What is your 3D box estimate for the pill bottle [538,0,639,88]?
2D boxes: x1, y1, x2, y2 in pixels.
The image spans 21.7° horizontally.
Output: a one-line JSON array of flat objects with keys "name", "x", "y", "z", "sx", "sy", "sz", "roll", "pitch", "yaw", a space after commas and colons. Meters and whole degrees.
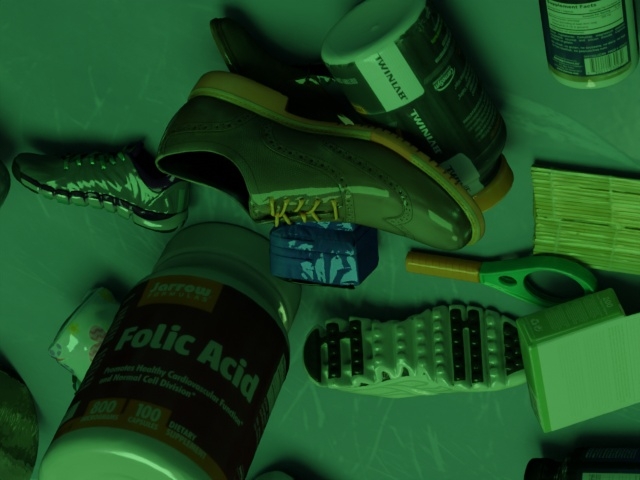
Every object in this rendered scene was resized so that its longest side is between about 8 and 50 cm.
[{"name": "pill bottle", "x": 0.262, "y": -0.242, "z": 1.645, "sx": 0.094, "sy": 0.094, "sz": 0.169, "roll": 2, "pitch": 132, "yaw": 20}]

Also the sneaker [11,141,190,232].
[{"name": "sneaker", "x": -0.260, "y": -0.089, "z": 2.024, "sx": 0.224, "sy": 0.083, "sz": 0.098, "roll": 17, "pitch": 115, "yaw": 0}]

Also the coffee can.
[{"name": "coffee can", "x": -0.575, "y": 0.285, "z": 2.392, "sx": 0.275, "sy": 0.201, "sz": 0.201, "roll": -5, "pitch": 129, "yaw": 25}]

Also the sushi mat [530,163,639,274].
[{"name": "sushi mat", "x": 0.391, "y": -0.010, "z": 1.866, "sx": 0.316, "sy": 0.019, "sz": 0.151, "roll": 8, "pitch": 135, "yaw": 14}]

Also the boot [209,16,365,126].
[{"name": "boot", "x": -0.023, "y": -0.182, "z": 1.844, "sx": 0.106, "sy": 0.082, "sz": 0.219, "roll": -32, "pitch": 115, "yaw": 19}]

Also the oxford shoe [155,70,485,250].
[{"name": "oxford shoe", "x": -0.004, "y": -0.053, "z": 1.755, "sx": 0.364, "sy": 0.133, "sz": 0.130, "roll": 22, "pitch": 148, "yaw": 22}]

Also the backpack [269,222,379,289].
[{"name": "backpack", "x": 0.000, "y": 0.000, "z": 1.979, "sx": 0.120, "sy": 0.098, "sz": 0.101, "roll": 1, "pitch": 103, "yaw": 20}]

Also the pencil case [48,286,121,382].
[{"name": "pencil case", "x": -0.223, "y": 0.181, "z": 2.183, "sx": 0.273, "sy": 0.124, "sz": 0.113, "roll": 38, "pitch": 155, "yaw": -2}]

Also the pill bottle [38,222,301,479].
[{"name": "pill bottle", "x": -0.164, "y": 0.174, "z": 1.991, "sx": 0.224, "sy": 0.392, "sz": 0.224, "roll": 11, "pitch": 134, "yaw": 11}]

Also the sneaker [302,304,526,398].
[{"name": "sneaker", "x": 0.129, "y": 0.147, "z": 2.073, "sx": 0.292, "sy": 0.110, "sz": 0.118, "roll": -1, "pitch": 157, "yaw": 13}]

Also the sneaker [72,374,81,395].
[{"name": "sneaker", "x": -0.215, "y": 0.228, "z": 2.294, "sx": 0.262, "sy": 0.104, "sz": 0.125, "roll": 34, "pitch": 112, "yaw": -11}]

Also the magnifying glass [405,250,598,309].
[{"name": "magnifying glass", "x": 0.214, "y": 0.043, "z": 1.974, "sx": 0.231, "sy": 0.026, "sz": 0.092, "roll": 10, "pitch": 148, "yaw": 18}]

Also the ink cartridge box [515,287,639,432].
[{"name": "ink cartridge box", "x": 0.357, "y": 0.128, "z": 1.963, "sx": 0.235, "sy": 0.056, "sz": 0.171, "roll": -18, "pitch": 135, "yaw": -1}]

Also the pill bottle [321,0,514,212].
[{"name": "pill bottle", "x": 0.114, "y": -0.138, "z": 1.775, "sx": 0.130, "sy": 0.130, "sz": 0.245, "roll": -16, "pitch": 124, "yaw": 32}]

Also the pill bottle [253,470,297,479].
[{"name": "pill bottle", "x": 0.011, "y": 0.479, "z": 2.359, "sx": 0.323, "sy": 0.181, "sz": 0.181, "roll": 36, "pitch": 134, "yaw": -13}]

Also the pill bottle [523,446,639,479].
[{"name": "pill bottle", "x": 0.374, "y": 0.323, "z": 2.113, "sx": 0.219, "sy": 0.123, "sz": 0.123, "roll": -2, "pitch": 130, "yaw": 24}]

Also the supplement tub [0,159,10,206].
[{"name": "supplement tub", "x": -0.553, "y": -0.125, "z": 1.996, "sx": 0.207, "sy": 0.207, "sz": 0.338, "roll": -23, "pitch": 121, "yaw": 36}]
